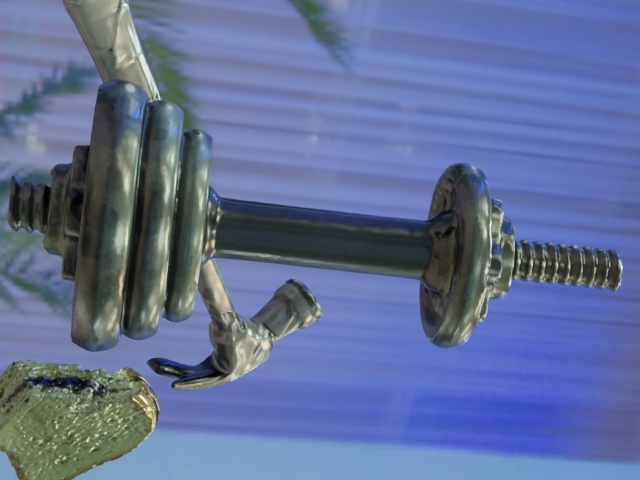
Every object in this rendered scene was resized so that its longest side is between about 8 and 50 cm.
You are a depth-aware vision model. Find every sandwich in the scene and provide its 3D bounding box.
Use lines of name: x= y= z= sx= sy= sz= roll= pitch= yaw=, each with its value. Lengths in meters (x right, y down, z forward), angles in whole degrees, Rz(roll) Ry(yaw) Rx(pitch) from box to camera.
sandwich: x=-0.156 y=0.108 z=0.920 sx=0.093 sy=0.105 sz=0.035 roll=71 pitch=-3 yaw=-46

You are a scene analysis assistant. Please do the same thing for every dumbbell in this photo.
dumbbell: x=0.000 y=0.000 z=0.605 sx=0.110 sy=0.254 sz=0.110 roll=-173 pitch=-90 yaw=-82

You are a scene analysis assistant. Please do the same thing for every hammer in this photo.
hammer: x=-0.107 y=-0.044 z=1.132 sx=0.044 sy=0.152 sz=0.427 roll=39 pitch=-26 yaw=42
